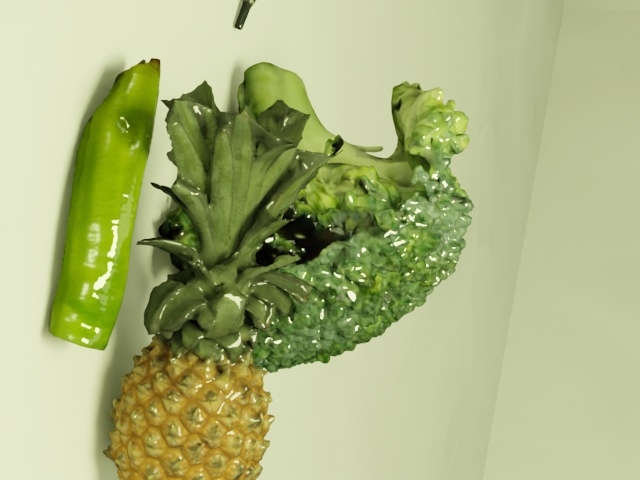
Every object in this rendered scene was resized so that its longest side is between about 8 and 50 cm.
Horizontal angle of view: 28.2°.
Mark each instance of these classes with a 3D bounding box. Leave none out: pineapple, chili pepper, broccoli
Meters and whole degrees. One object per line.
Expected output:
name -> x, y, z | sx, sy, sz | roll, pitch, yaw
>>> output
pineapple -> -0.075, 0.035, 0.836 | 0.119, 0.130, 0.277 | -26, 134, -62
chili pepper -> -0.133, -0.031, 0.798 | 0.050, 0.052, 0.202 | 30, 63, -51
broccoli -> -0.014, -0.038, 0.996 | 0.263, 0.247, 0.243 | -51, -134, 37

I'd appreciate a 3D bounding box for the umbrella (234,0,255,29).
umbrella -> -0.037, -0.294, 1.107 | 0.044, 0.044, 0.269 | 122, -9, -66
